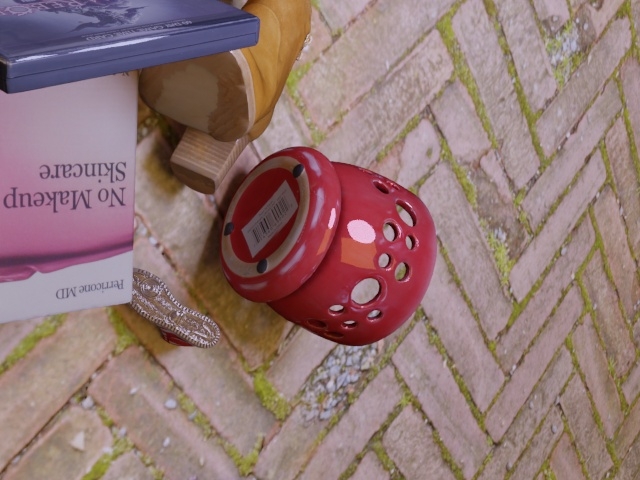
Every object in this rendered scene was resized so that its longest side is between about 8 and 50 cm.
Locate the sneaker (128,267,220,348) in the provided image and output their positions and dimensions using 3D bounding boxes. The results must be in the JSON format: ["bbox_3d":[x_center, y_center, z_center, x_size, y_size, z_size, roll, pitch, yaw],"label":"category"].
[{"bbox_3d":[-0.161,0.072,0.956,0.118,0.067,0.042,39,72,-13],"label":"sneaker"}]

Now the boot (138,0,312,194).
[{"bbox_3d":[-0.071,-0.182,0.855,0.295,0.104,0.211,113,2,-70],"label":"boot"}]

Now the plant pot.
[{"bbox_3d":[0.000,0.000,1.000,0.174,0.191,0.191,27,80,-39],"label":"plant pot"}]

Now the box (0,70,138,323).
[{"bbox_3d":[-0.243,-0.062,0.762,0.148,0.127,0.232,-8,106,-46],"label":"box"}]

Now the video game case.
[{"bbox_3d":[-0.206,-0.174,0.666,0.196,0.274,0.026,-22,130,-42],"label":"video game case"}]
